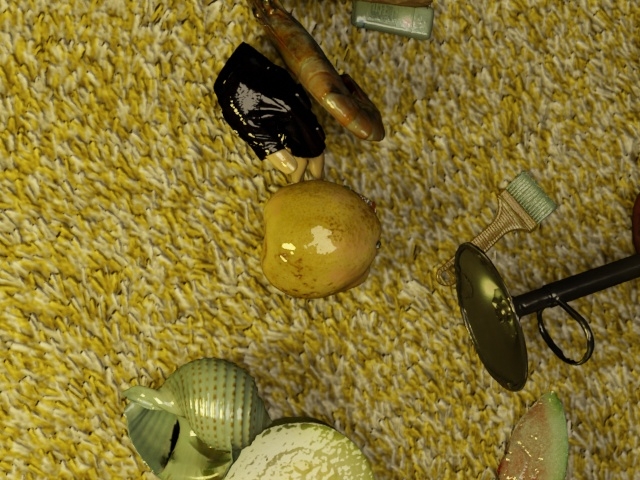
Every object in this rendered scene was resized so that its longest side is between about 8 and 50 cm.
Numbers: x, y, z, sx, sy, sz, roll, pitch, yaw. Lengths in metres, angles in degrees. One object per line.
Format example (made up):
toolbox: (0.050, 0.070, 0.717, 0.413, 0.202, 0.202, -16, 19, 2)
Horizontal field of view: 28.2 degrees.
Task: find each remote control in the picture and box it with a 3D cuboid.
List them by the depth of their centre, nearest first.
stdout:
remote control: (0.107, -0.330, 1.880, 0.124, 0.018, 0.053, 8, 86, -13)

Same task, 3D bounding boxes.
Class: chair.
chair: (0.417, 0.048, 1.846, 0.401, 0.226, 0.226, -19, 94, -13)

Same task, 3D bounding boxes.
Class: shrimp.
shrimp: (-0.001, -0.250, 1.815, 0.058, 0.169, 0.296, -41, 68, 17)

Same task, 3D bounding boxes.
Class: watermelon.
watermelon: (0.326, 0.317, 1.903, 0.094, 0.081, 0.180, 24, 68, 4)

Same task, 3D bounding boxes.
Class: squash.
squash: (-0.041, 0.383, 1.829, 0.252, 0.049, 0.252, 0, 92, -12)

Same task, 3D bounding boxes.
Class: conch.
conch: (-0.163, 0.239, 1.758, 0.200, 0.131, 0.172, 16, 113, 26)

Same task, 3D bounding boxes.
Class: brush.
brush: (0.257, -0.007, 1.917, 0.218, 0.010, 0.082, -43, 99, -9)

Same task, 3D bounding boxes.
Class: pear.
pear: (0.000, 0.000, 1.777, 0.178, 0.178, 0.178, 0, 90, -13)

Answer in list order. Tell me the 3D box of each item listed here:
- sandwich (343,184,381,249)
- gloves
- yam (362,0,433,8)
sandwich: (0.051, -0.032, 1.860, 0.069, 0.026, 0.101, -10, 91, -12)
gloves: (-0.059, -0.166, 1.782, 0.203, 0.164, 0.124, 39, 121, -18)
yam: (0.046, -0.400, 1.811, 0.238, 0.129, 0.128, 4, 70, -11)
